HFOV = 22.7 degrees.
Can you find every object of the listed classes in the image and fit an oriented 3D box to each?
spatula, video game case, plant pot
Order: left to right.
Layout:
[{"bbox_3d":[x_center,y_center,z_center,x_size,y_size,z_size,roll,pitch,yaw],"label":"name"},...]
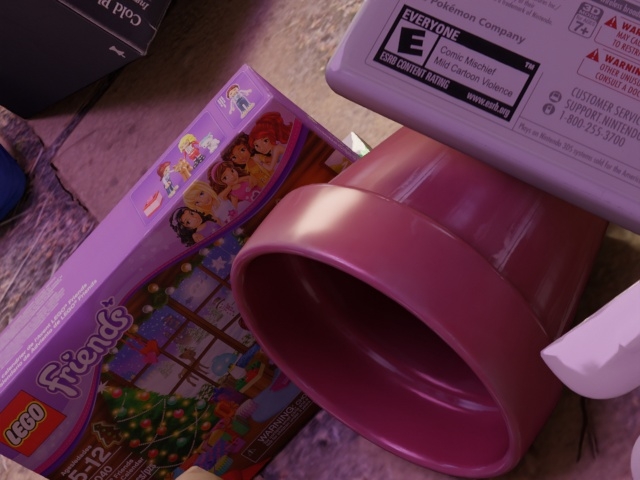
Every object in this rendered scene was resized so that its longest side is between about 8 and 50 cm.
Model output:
[{"bbox_3d":[0.078,0.011,0.948,0.201,0.201,0.180,5,49,50],"label":"plant pot"},{"bbox_3d":[0.215,-0.146,0.881,0.329,0.036,0.300,26,79,15],"label":"video game case"},{"bbox_3d":[0.253,0.056,0.789,0.242,0.019,0.168,-36,68,11],"label":"spatula"}]

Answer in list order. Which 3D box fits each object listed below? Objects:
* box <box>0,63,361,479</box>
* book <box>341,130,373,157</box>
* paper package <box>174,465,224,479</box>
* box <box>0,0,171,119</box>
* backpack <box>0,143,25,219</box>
[{"bbox_3d":[-0.071,0.054,1.053,0.293,0.201,0.057,-47,36,9],"label":"box"},{"bbox_3d":[0.000,0.000,1.167,0.144,0.035,0.096,-45,40,8],"label":"book"},{"bbox_3d":[-0.093,0.327,0.816,0.309,0.168,0.325,-47,20,7],"label":"paper package"},{"bbox_3d":[-0.233,-0.313,1.491,0.343,0.179,0.312,-13,50,61],"label":"box"},{"bbox_3d":[-0.342,-0.069,1.545,0.098,0.101,0.120,-48,68,13],"label":"backpack"}]
